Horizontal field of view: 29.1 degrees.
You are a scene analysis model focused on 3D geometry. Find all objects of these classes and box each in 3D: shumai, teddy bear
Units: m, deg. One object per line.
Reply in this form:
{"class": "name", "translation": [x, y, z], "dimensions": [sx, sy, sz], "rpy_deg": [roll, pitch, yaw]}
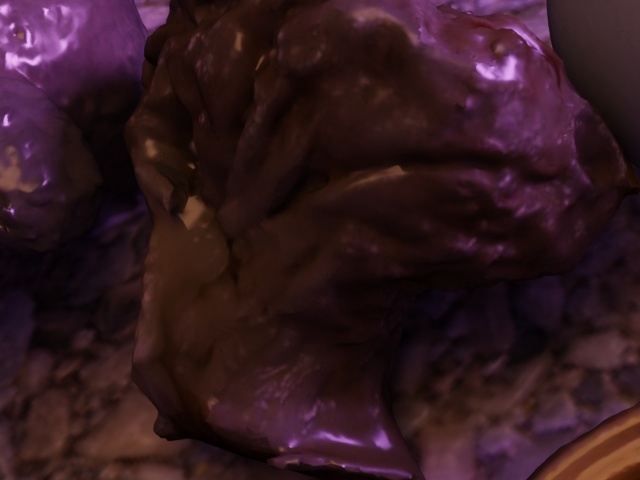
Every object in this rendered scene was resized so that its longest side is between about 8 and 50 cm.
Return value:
{"class": "shumai", "translation": [0.000, 0.000, 0.450], "dimensions": [0.206, 0.166, 0.175], "rpy_deg": [5, 68, 59]}
{"class": "teddy bear", "translation": [-0.185, -0.049, 0.496], "dimensions": [0.236, 0.151, 0.267], "rpy_deg": [15, 40, 28]}

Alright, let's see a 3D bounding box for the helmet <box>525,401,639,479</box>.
{"class": "helmet", "translation": [0.153, 0.159, 0.300], "dimensions": [0.205, 0.140, 0.257], "rpy_deg": [-43, 52, -12]}

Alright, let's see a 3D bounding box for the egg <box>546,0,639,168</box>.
{"class": "egg", "translation": [0.210, -0.104, 0.433], "dimensions": [0.264, 0.183, 0.183], "rpy_deg": [-16, 54, -2]}
